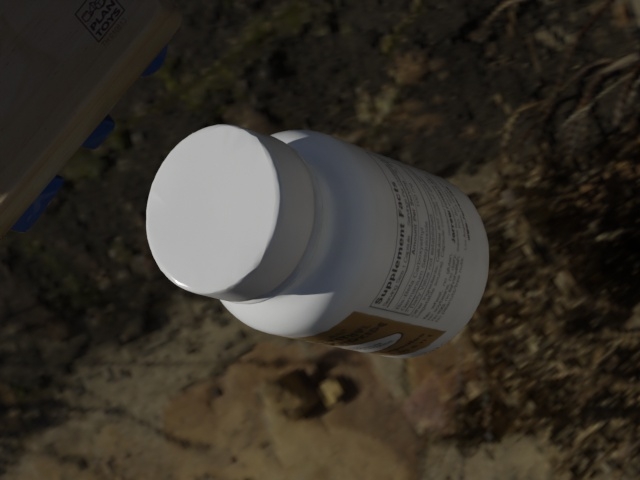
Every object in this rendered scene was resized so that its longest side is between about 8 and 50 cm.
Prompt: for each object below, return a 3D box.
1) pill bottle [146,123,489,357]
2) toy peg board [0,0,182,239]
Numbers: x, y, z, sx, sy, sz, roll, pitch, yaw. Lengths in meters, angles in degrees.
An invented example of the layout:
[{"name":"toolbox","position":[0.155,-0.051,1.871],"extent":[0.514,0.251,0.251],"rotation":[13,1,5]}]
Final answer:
[{"name":"pill bottle","position":[0.000,0.000,1.074],"extent":[0.131,0.229,0.131],"rotation":[-7,76,33]},{"name":"toy peg board","position":[-0.129,-0.068,0.617],"extent":[0.161,0.079,0.161],"rotation":[-48,64,16]}]
